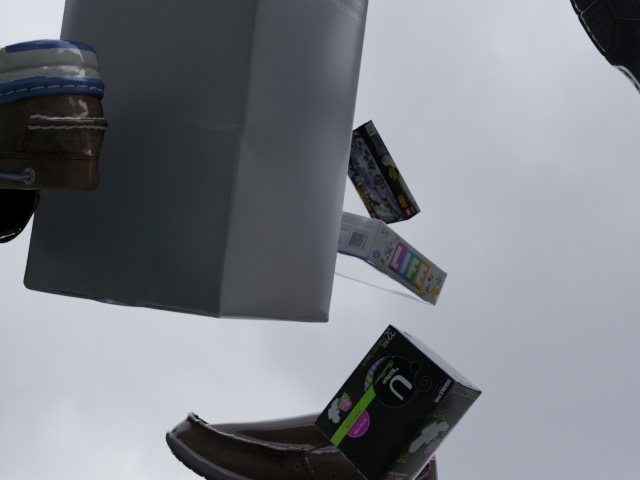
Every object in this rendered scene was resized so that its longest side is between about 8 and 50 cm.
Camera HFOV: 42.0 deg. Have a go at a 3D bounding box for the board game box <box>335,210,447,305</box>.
[{"bbox_3d":[0.000,0.000,0.588,0.154,0.026,0.103,16,-11,36],"label":"board game box"}]

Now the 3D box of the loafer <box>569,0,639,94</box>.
[{"bbox_3d":[0.303,-0.189,0.716,0.302,0.095,0.109,63,-27,2],"label":"loafer"}]

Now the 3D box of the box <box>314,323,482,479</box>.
[{"bbox_3d":[0.050,0.108,0.539,0.062,0.083,0.052,39,5,34],"label":"box"}]

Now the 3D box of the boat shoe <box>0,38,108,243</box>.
[{"bbox_3d":[-0.162,-0.030,0.369,0.183,0.066,0.066,-13,-93,42],"label":"boat shoe"}]

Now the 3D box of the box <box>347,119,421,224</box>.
[{"bbox_3d":[0.070,-0.086,1.103,0.137,0.027,0.094,60,-21,-7],"label":"box"}]

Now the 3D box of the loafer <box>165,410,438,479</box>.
[{"bbox_3d":[-0.016,0.277,1.066,0.366,0.130,0.134,15,-14,7],"label":"loafer"}]

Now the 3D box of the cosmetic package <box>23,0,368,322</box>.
[{"bbox_3d":[-0.055,-0.082,0.410,0.127,0.107,0.238,7,-90,31],"label":"cosmetic package"}]
